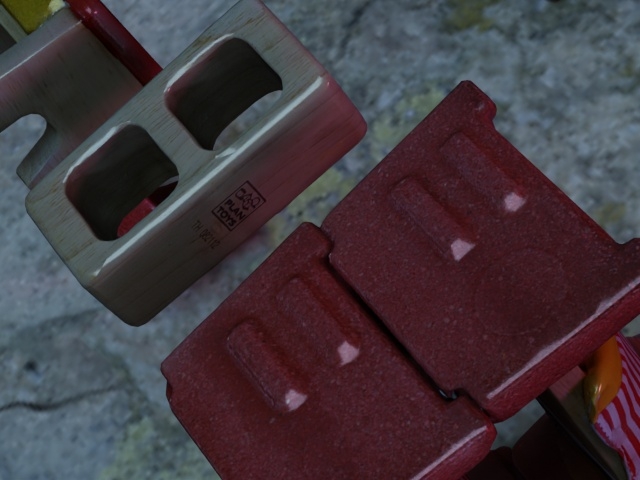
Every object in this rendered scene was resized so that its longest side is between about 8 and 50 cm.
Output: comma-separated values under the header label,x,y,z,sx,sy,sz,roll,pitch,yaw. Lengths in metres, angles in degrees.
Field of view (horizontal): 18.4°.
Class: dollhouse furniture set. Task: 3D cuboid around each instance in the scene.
label,x,y,z,sx,sy,sz,roll,pitch,yaw
dollhouse furniture set,0.000,0.000,0.787,0.152,0.201,0.374,-41,50,0
